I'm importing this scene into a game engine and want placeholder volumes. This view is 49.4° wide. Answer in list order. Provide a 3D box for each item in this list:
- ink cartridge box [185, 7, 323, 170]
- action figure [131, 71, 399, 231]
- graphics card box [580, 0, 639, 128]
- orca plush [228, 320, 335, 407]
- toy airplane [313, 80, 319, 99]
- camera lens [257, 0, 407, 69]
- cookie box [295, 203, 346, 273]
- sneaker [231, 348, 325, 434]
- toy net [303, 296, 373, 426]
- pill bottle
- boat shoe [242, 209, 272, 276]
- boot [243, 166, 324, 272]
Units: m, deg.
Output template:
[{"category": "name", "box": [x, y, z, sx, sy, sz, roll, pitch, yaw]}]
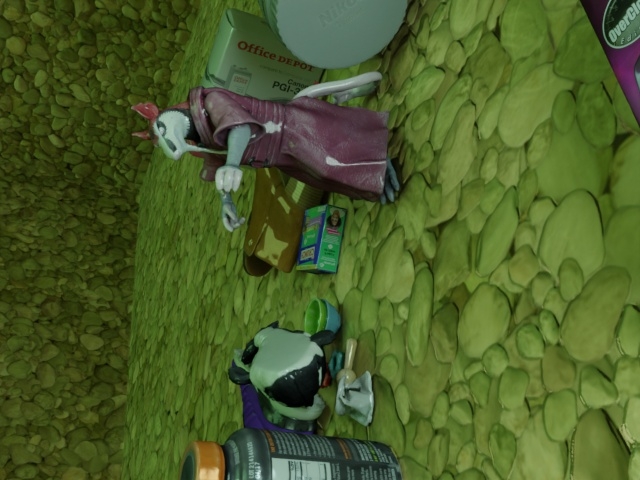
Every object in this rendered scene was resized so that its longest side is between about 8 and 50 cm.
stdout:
[{"category": "ink cartridge box", "box": [-0.137, -0.297, 1.422, 0.117, 0.207, 0.283, -110, 38, -52]}, {"category": "action figure", "box": [-0.071, -0.157, 0.961, 0.248, 0.370, 0.276, 163, 116, -67]}, {"category": "graphics card box", "box": [0.296, -0.205, 0.467, 0.233, 0.094, 0.371, 128, 147, -46]}, {"category": "orca plush", "box": [-0.053, 0.195, 0.982, 0.287, 0.151, 0.102, -6, 107, 64]}, {"category": "toy airplane", "box": [-0.017, -0.226, 1.333, 0.151, 0.028, 0.151, -169, 90, -69]}, {"category": "camera lens", "box": [-0.001, -0.422, 1.078, 0.219, 0.219, 0.274, -61, 34, 36]}, {"category": "cookie box", "box": [0.000, 0.000, 1.148, 0.092, 0.040, 0.107, 170, 110, -66]}, {"category": "sneaker", "box": [-0.094, 0.278, 1.142, 0.293, 0.102, 0.146, -152, 75, -68]}, {"category": "toy net", "box": [0.015, 0.188, 1.002, 0.232, 0.045, 0.122, -115, 42, -56]}, {"category": "pill bottle", "box": [-0.038, 0.287, 0.806, 0.130, 0.245, 0.130, -167, 90, -69]}, {"category": "boat shoe", "box": [-0.111, -0.026, 1.400, 0.073, 0.073, 0.207, -4, 67, 63]}, {"category": "boot", "box": [-0.105, -0.084, 1.308, 0.295, 0.104, 0.211, 43, 113, 47]}]
